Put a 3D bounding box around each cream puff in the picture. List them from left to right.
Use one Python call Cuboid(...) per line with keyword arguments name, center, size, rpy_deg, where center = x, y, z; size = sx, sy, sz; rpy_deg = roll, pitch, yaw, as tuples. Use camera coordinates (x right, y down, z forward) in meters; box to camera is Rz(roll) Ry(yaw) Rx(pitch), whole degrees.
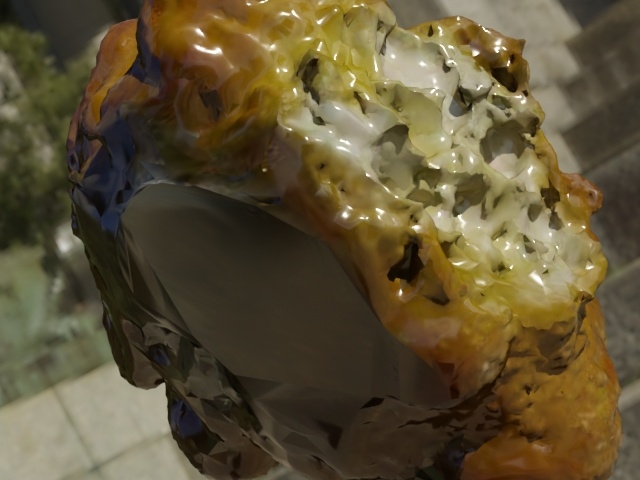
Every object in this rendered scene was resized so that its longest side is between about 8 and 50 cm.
Cuboid(name="cream puff", center=(0.000, 0.000, 0.703), size=(0.241, 0.268, 0.155), rpy_deg=(5, 27, 37))
